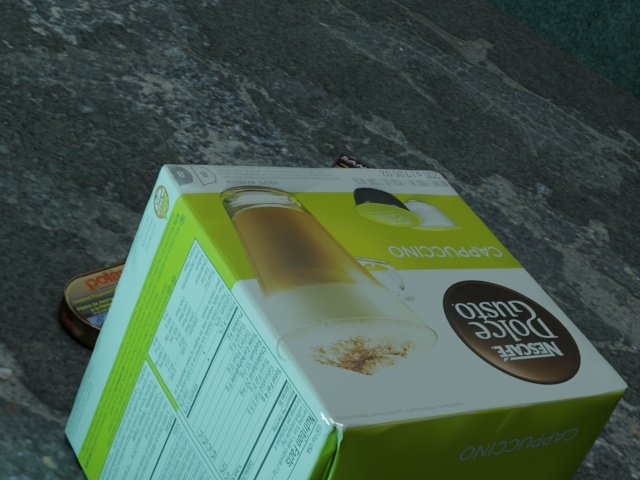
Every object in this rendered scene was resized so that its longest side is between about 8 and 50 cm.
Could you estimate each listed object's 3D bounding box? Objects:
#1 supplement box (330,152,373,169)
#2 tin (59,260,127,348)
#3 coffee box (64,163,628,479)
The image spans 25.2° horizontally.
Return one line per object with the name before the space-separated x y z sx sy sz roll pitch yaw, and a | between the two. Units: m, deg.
supplement box | 0.000 0.000 1.787 0.073 0.130 0.239 27 31 3
tin | -0.212 0.071 1.619 0.106 0.040 0.190 44 35 22
coffee box | 0.009 0.161 1.339 0.338 0.338 0.334 -2 40 -36
